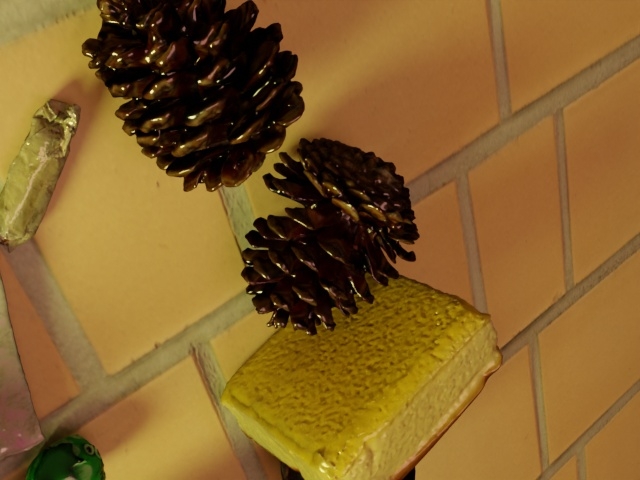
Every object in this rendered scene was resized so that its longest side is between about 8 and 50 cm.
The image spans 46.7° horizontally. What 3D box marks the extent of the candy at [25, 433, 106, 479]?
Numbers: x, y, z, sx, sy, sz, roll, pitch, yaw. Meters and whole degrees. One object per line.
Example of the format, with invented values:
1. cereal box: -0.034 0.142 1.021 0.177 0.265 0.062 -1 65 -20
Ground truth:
1. candy: -0.430 0.350 0.931 0.323 0.097 0.097 -24 122 -20

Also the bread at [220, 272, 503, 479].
1. bread: 0.052 0.201 1.091 0.333 0.323 0.143 -42 121 -17

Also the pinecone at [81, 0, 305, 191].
1. pinecone: -0.136 -0.186 0.840 0.224 0.224 0.273 -46 123 -15

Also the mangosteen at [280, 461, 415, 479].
1. mangosteen: 0.030 0.386 1.227 0.228 0.228 0.265 4 137 -40

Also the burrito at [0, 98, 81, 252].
1. burrito: -0.327 -0.074 0.844 0.058 0.045 0.188 21 96 -36

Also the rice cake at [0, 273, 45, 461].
1. rice cake: -0.406 0.136 0.864 0.106 0.050 0.298 -21 121 -33

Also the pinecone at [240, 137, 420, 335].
1. pinecone: 0.000 -0.001 1.039 0.246 0.246 0.292 24 108 -43
